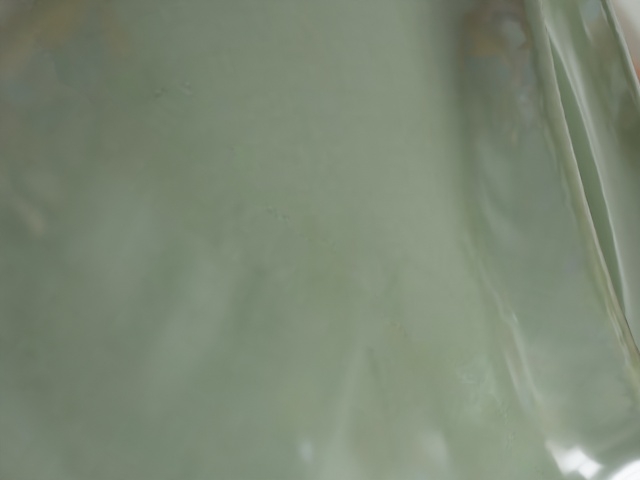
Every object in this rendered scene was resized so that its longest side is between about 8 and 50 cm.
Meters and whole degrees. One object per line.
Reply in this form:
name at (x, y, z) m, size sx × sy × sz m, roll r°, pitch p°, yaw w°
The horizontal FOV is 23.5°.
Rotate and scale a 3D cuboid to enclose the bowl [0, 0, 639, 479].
bowl at (0.000, 0.000, 0.453) m, size 0.185 × 0.354 × 0.354 m, roll -15°, pitch 148°, yaw 19°
